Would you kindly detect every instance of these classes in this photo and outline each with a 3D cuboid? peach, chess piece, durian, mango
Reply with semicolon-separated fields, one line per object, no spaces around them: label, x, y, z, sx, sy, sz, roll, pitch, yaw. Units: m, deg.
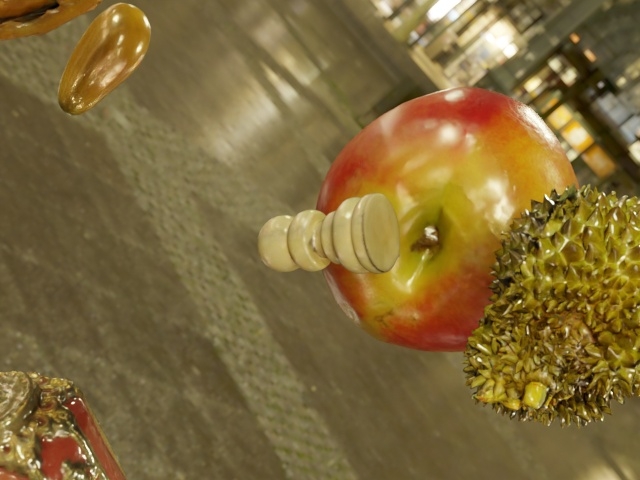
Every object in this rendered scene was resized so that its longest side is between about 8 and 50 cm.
peach;0.180;-0.024;1.572;0.388;0.388;0.388;46;12;-13
chess piece;0.000;0.000;1.361;0.094;0.170;0.094;21;66;-58
durian;0.285;0.080;1.260;0.258;0.293;0.258;33;-2;1
mango;-0.312;-0.256;1.639;0.085;0.184;0.102;35;-6;-38

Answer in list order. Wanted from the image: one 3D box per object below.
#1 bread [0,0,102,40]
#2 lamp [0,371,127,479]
bread;-0.338;-0.384;1.154;0.337;0.358;0.204;22;25;-36
lamp;-0.288;0.267;1.190;0.177;0.177;0.274;-109;180;-61
